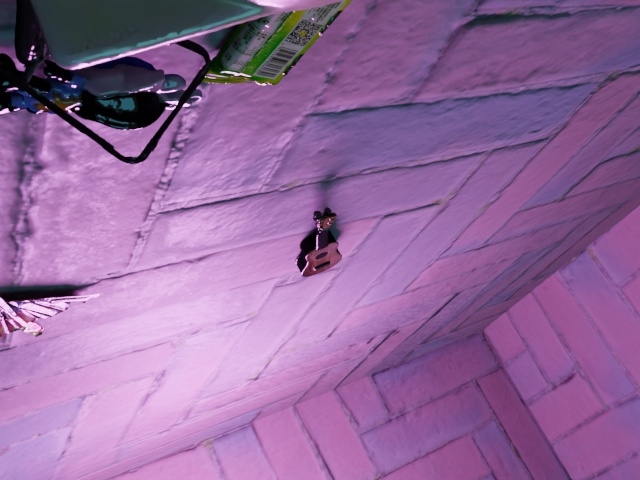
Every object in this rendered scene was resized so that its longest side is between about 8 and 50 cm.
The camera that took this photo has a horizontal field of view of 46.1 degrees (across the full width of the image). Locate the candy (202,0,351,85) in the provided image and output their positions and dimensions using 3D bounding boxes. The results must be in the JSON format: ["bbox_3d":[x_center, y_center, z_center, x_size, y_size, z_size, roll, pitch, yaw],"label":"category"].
[{"bbox_3d":[-0.039,-0.215,0.754,0.102,0.032,0.178,1,146,-47],"label":"candy"}]

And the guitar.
[{"bbox_3d":[-0.001,-0.002,1.295,0.083,0.038,0.271,-25,162,-11],"label":"guitar"}]

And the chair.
[{"bbox_3d":[-0.187,-0.186,0.539,0.140,0.221,0.145,-57,-172,51],"label":"chair"}]

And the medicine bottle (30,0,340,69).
[{"bbox_3d":[0.013,-0.259,0.417,0.406,0.236,0.236,-20,159,-11],"label":"medicine bottle"}]

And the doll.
[{"bbox_3d":[-0.197,-0.134,0.690,0.195,0.070,0.096,-4,165,-35],"label":"doll"}]

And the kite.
[{"bbox_3d":[-0.433,0.113,1.051,0.241,0.014,0.183,-26,162,-7],"label":"kite"}]
